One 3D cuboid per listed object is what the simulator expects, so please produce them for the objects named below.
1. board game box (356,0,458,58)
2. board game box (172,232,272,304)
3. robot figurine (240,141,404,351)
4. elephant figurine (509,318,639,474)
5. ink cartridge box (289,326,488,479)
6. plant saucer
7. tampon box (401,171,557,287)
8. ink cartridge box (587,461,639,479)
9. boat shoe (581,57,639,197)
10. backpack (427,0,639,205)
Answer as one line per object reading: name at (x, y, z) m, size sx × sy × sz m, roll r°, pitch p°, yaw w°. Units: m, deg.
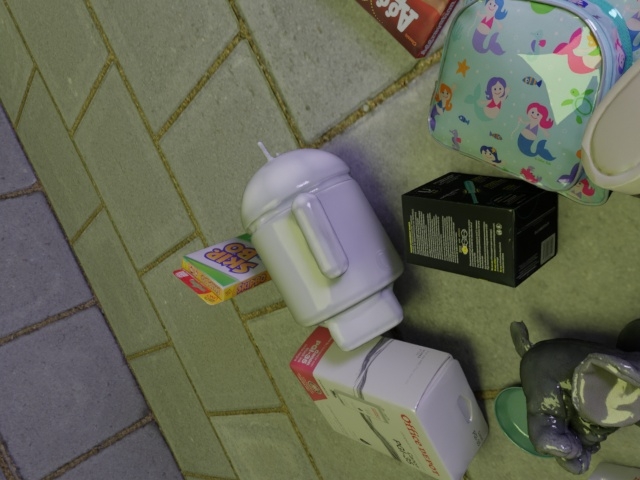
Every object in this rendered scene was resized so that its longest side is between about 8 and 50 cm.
board game box at (0.076, -0.393, 0.754) m, size 0.281 × 0.027 × 0.145 m, roll 50°, pitch 141°, yaw 17°
board game box at (-0.131, 0.035, 1.036) m, size 0.124 × 0.259 × 0.039 m, roll 31°, pitch 130°, yaw 35°
robot figurine at (0.000, 0.000, 0.917) m, size 0.353 × 0.200 × 0.300 m, roll 61°, pitch 175°, yaw 3°
elephant figurine at (0.366, 0.173, 0.650) m, size 0.186 × 0.169 × 0.239 m, roll 34°, pitch 140°, yaw -15°
ink cartridge box at (0.112, 0.268, 0.961) m, size 0.283 × 0.117 × 0.207 m, roll 7°, pitch 135°, yaw 47°
plant saucer at (0.320, 0.269, 0.845) m, size 0.119 × 0.021 × 0.119 m, roll 25°, pitch 128°, yaw 37°
tampon box at (0.206, -0.021, 0.734) m, size 0.161 × 0.120 × 0.101 m, roll 14°, pitch 119°, yaw 45°
ink cartridge box at (0.430, 0.356, 0.693) m, size 0.198 × 0.115 × 0.067 m, roll -1°, pitch 110°, yaw 50°
boat shoe at (0.304, -0.132, 0.318) m, size 0.324 × 0.097 × 0.116 m, roll 125°, pitch 155°, yaw -45°
backpack at (0.238, -0.184, 0.569) m, size 0.225 × 0.191 × 0.253 m, roll 33°, pitch 127°, yaw 34°
